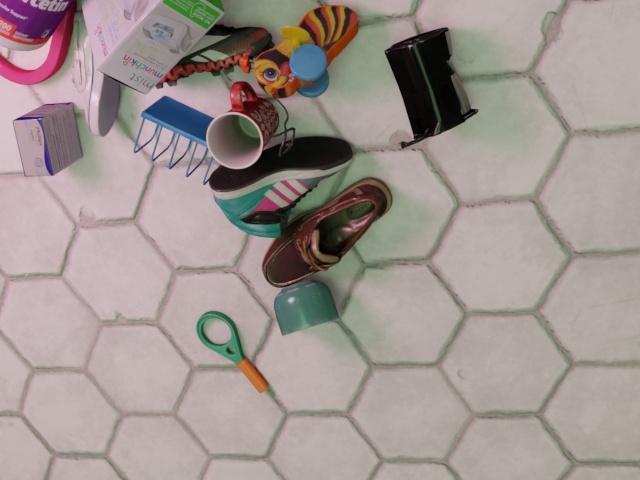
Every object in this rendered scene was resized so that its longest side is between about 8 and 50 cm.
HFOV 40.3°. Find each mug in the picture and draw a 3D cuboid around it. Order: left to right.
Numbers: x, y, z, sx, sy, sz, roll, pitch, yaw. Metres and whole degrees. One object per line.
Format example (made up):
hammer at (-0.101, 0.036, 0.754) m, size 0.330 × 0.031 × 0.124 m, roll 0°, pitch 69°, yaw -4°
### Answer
mug at (-0.138, -0.234, 1.724) m, size 0.113 × 0.169 × 0.150 m, roll 28°, pitch 115°, yaw 1°
mug at (-0.047, 0.144, 1.887) m, size 0.157 × 0.129 × 0.097 m, roll -19°, pitch 85°, yaw 27°

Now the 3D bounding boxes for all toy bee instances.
toy bee at (-0.062, -0.334, 1.636) m, size 0.162 × 0.298 × 0.195 m, roll 29°, pitch 148°, yaw 9°

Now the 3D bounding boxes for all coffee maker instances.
coffee maker at (0.197, -0.290, 1.623) m, size 0.120 × 0.171 × 0.178 m, roll -12°, pitch 108°, yaw 35°

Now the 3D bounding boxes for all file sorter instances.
file sorter at (-0.281, -0.204, 1.802) m, size 0.170 × 0.118 × 0.104 m, roll 25°, pitch 120°, yaw 2°

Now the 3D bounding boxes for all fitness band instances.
fitness band at (-0.615, -0.464, 1.802) m, size 0.209 × 0.054 × 0.291 m, roll 22°, pitch 117°, yaw 3°

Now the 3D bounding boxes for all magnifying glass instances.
magnifying glass at (-0.201, 0.261, 2.031) m, size 0.092 × 0.026 × 0.231 m, roll -33°, pitch 103°, yaw 23°

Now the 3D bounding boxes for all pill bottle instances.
pill bottle at (-0.522, -0.517, 1.613) m, size 0.181 × 0.181 × 0.323 m, roll 43°, pitch 123°, yaw -7°

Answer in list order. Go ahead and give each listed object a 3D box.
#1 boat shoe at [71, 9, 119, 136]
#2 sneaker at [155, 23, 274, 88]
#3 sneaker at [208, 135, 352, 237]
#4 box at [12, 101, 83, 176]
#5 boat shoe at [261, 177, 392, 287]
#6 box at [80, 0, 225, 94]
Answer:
boat shoe at (-0.471, -0.346, 1.806) m, size 0.084 × 0.095 × 0.258 m, roll 9°, pitch 104°, yaw 14°
sneaker at (-0.230, -0.391, 1.718) m, size 0.276 × 0.097 × 0.135 m, roll -9°, pitch 113°, yaw 18°
sneaker at (-0.070, -0.096, 1.797) m, size 0.295 × 0.124 × 0.178 m, roll -16°, pitch 138°, yaw -6°
box at (-0.576, -0.215, 1.851) m, size 0.072 × 0.137 × 0.126 m, roll 0°, pitch 113°, yaw 14°
boat shoe at (0.000, 0.000, 1.817) m, size 0.342 × 0.123 × 0.123 m, roll -34°, pitch 102°, yaw 23°
box at (-0.321, -0.449, 1.624) m, size 0.231 × 0.262 × 0.127 m, roll -38°, pitch 142°, yaw 24°
